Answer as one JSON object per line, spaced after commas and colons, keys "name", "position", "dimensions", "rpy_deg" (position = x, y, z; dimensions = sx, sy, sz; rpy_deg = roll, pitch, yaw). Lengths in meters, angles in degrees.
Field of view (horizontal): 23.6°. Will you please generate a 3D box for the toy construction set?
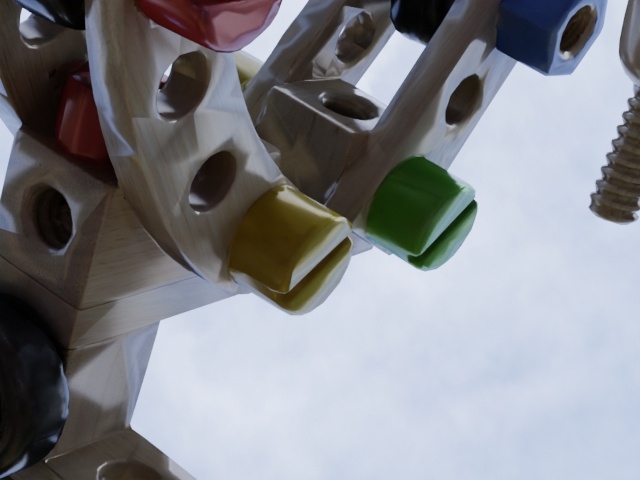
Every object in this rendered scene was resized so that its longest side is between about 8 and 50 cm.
{"name": "toy construction set", "position": [0.000, 0.000, 0.503], "dimensions": [0.309, 0.257, 0.237], "rpy_deg": [20, -73, 6]}
